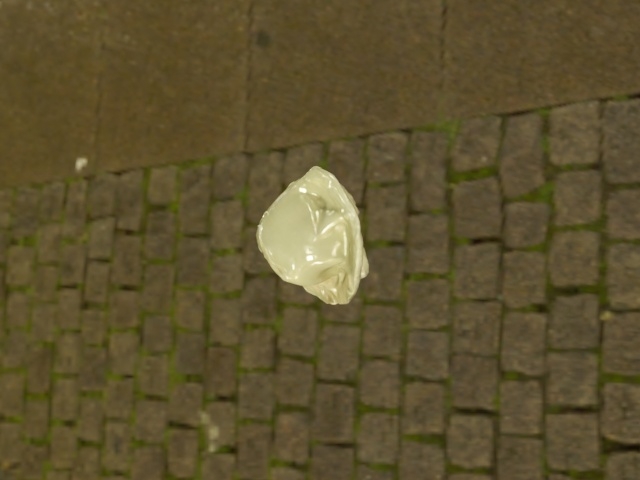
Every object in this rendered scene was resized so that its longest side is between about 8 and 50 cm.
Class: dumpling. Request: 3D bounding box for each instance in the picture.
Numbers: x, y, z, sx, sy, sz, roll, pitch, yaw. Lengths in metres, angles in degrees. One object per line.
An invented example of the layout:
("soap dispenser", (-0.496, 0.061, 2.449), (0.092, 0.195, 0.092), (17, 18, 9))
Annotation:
("dumpling", (0.002, -0.001, 0.621), (0.057, 0.052, 0.076), (40, 118, 0))
